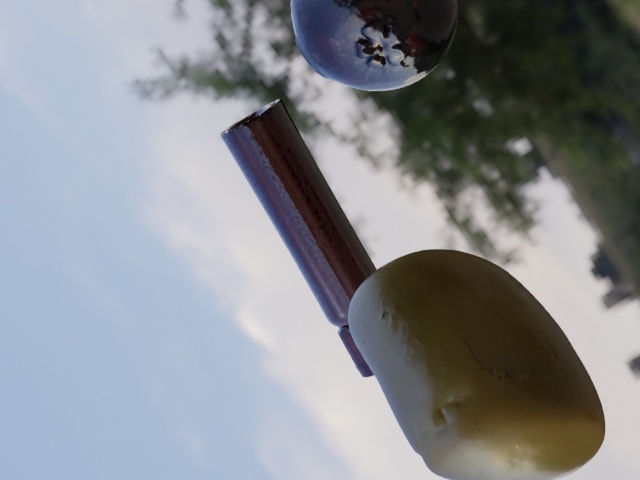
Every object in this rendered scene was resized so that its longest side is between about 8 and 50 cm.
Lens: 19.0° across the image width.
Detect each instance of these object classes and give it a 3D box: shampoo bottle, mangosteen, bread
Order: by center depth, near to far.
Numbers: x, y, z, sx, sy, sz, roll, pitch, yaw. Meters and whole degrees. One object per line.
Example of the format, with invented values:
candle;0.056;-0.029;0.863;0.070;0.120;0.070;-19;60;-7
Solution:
bread;0.111;0.080;1.355;0.147;0.098;0.217;-1;-145;-27
shampoo bottle;0.000;0.000;1.738;0.260;0.064;0.102;61;180;-6
mangosteen;0.062;-0.274;2.237;0.210;0.210;0.210;46;-158;-26
